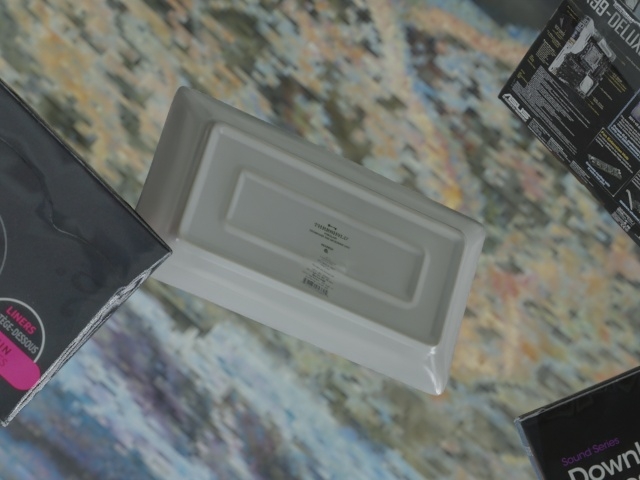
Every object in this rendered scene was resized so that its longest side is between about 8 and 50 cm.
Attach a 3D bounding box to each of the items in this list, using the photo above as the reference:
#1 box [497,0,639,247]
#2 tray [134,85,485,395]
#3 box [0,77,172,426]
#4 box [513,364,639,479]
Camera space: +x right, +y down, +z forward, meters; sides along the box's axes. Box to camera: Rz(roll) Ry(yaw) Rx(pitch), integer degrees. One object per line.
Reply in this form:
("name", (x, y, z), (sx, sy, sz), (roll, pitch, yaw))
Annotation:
("box", (0.357, -0.130, 1.580), (0.307, 0.076, 0.242), (48, 148, 12))
("tray", (0.000, 0.000, 1.066), (0.270, 0.145, 0.030), (24, 160, -20))
("box", (-0.214, -0.016, 0.921), (0.165, 0.143, 0.270), (45, 175, -15))
("box", (0.138, 0.101, 0.410), (0.029, 0.116, 0.162), (85, 163, -83))
